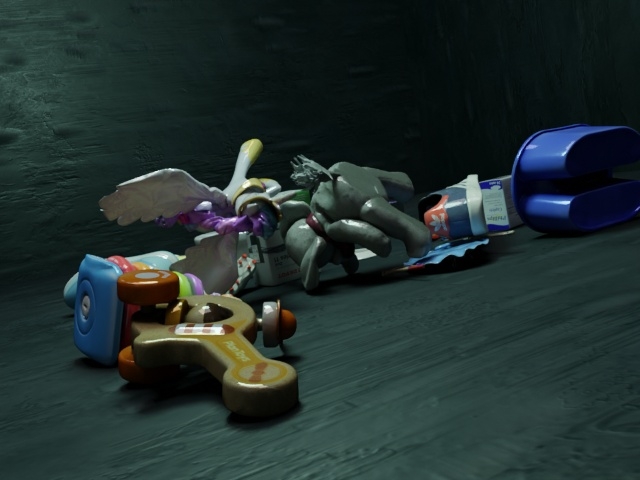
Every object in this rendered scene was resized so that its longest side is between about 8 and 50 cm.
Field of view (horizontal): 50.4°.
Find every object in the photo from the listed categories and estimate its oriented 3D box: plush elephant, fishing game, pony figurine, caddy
[{"bbox_3d":[0.037,-0.021,1.456,0.330,0.255,0.272,17,33,-25],"label":"plush elephant"},{"bbox_3d":[0.263,0.034,1.417,0.264,0.041,0.189,-19,2,-32],"label":"fishing game"},{"bbox_3d":[-0.226,-0.059,1.392,0.351,0.303,0.363,-27,24,0],"label":"pony figurine"},{"bbox_3d":[0.594,-0.145,1.580,0.341,0.241,0.179,-13,11,-29],"label":"caddy"}]

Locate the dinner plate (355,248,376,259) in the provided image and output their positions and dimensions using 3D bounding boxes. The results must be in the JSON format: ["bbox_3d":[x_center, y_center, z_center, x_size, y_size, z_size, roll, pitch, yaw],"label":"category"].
[{"bbox_3d":[0.091,0.038,1.809,0.141,0.017,0.141,-9,4,1],"label":"dinner plate"}]

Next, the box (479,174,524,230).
[{"bbox_3d":[0.498,-0.103,1.839,0.072,0.137,0.126,-7,7,44],"label":"box"}]

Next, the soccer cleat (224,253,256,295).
[{"bbox_3d":[-0.206,0.102,1.526,0.068,0.076,0.196,31,35,12],"label":"soccer cleat"}]

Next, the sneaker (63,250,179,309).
[{"bbox_3d":[-0.501,0.116,1.593,0.319,0.127,0.208,-17,10,14],"label":"sneaker"}]

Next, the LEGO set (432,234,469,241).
[{"bbox_3d":[0.317,-0.006,1.769,0.182,0.060,0.244,-8,-5,26],"label":"LEGO set"}]

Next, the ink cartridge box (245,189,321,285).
[{"bbox_3d":[-0.092,-0.007,1.621,0.153,0.208,0.087,-16,11,-37],"label":"ink cartridge box"}]

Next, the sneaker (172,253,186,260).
[{"bbox_3d":[-0.438,0.081,2.024,0.208,0.081,0.094,-10,8,4],"label":"sneaker"}]

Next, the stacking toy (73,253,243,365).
[{"bbox_3d":[-0.261,0.113,1.184,0.302,0.166,0.175,4,5,-37],"label":"stacking toy"}]

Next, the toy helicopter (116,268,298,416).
[{"bbox_3d":[-0.111,0.133,0.855,0.235,0.140,0.355,-3,12,-27],"label":"toy helicopter"}]

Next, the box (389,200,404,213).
[{"bbox_3d":[0.152,-0.073,2.393,0.184,0.103,0.261,-10,5,-28],"label":"box"}]

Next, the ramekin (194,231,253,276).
[{"bbox_3d":[-0.205,0.028,1.885,0.273,0.127,0.273,-10,5,1],"label":"ramekin"}]

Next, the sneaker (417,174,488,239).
[{"bbox_3d":[0.304,-0.076,1.582,0.148,0.131,0.350,-10,4,13],"label":"sneaker"}]
